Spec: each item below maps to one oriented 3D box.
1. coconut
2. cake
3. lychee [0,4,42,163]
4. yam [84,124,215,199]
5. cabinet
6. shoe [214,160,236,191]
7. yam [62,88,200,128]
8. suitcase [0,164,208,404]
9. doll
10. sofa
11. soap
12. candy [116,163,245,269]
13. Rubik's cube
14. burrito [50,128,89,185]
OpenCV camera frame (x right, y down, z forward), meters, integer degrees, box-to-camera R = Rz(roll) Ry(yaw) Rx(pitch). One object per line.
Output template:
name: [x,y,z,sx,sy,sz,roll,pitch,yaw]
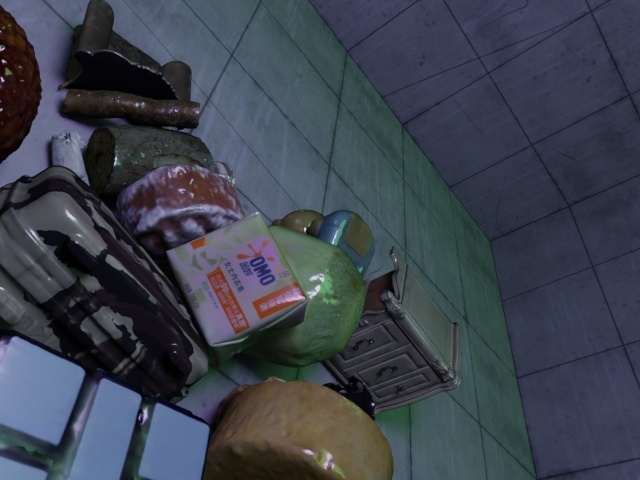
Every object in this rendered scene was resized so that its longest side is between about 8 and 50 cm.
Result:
coconut: [-0.072,0.112,1.160,0.329,0.328,0.281,-79,175,-50]
cake: [-0.023,0.357,0.968,0.332,0.332,0.321,54,28,-15]
lychee: [-0.517,-0.221,0.742,0.260,0.260,0.261,39,36,-36]
yam: [-0.341,-0.152,1.072,0.254,0.154,0.154,-7,71,-55]
cabinet: [0.158,0.239,1.398,0.318,0.289,0.228,51,31,-19]
shoe: [-0.248,-0.098,1.239,0.092,0.089,0.180,8,66,-54]
yam: [-0.365,-0.259,1.059,0.252,0.061,0.061,3,55,-14]
suitcase: [-0.336,0.071,0.779,0.352,0.194,0.339,59,-10,-29]
doll: [0.000,0.000,1.395,0.177,0.260,0.162,36,67,-37]
sofa: [-0.385,-0.361,1.133,0.258,0.182,0.200,33,39,-42]
soap: [-0.143,0.083,0.939,0.200,0.182,0.138,59,-19,22]
candy: [-0.254,-0.038,1.017,0.289,0.214,0.157,56,13,-72]
Rubik's cube: [-0.320,0.304,0.561,0.283,0.288,0.294,40,38,-36]
burrito: [-0.438,-0.106,0.954,0.064,0.064,0.203,16,53,-53]
